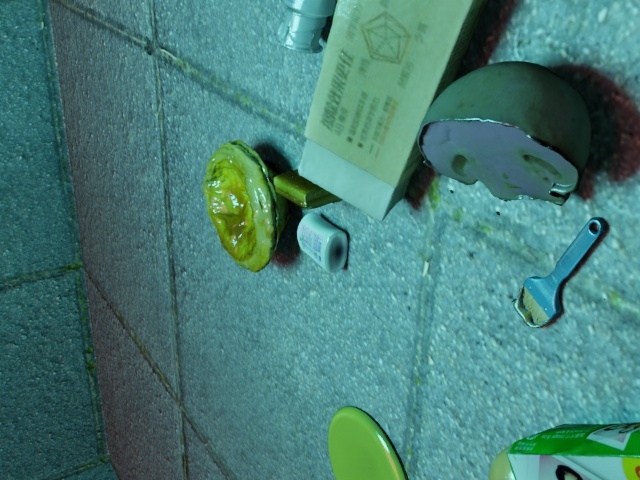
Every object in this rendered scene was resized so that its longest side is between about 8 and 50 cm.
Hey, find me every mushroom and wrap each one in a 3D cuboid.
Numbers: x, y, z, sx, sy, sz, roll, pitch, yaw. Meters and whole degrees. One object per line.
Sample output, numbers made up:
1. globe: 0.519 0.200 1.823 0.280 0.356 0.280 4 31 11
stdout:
1. mushroom: 0.187 -0.113 0.724 0.188 0.141 0.117 18 83 55

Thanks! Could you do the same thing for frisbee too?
1. frisbee: 0.077 0.393 1.237 0.236 0.017 0.235 32 129 52

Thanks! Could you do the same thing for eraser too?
1. eraser: 0.077 -0.185 0.865 0.144 0.078 0.343 31 137 12

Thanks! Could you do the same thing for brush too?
1. brush: 0.252 0.034 0.775 0.051 0.014 0.164 56 144 30

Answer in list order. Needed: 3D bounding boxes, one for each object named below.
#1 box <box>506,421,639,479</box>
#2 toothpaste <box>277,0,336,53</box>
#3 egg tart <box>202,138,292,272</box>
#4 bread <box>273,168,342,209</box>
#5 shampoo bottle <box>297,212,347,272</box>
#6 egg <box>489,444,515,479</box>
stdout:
1. box: 0.306 0.256 0.687 0.250 0.103 0.180 -28 78 61
2. toothpaste: 0.003 -0.401 0.973 0.114 0.073 0.299 47 133 42
3. egg tart: -0.123 -0.064 1.295 0.241 0.106 0.241 32 130 48
4. bread: -0.010 -0.082 1.102 0.094 0.090 0.035 33 134 51
5. shampoo bottle: 0.000 0.000 1.169 0.099 0.043 0.072 38 133 49
6. egg: 0.233 0.272 0.846 0.096 0.080 0.080 153 102 -69
